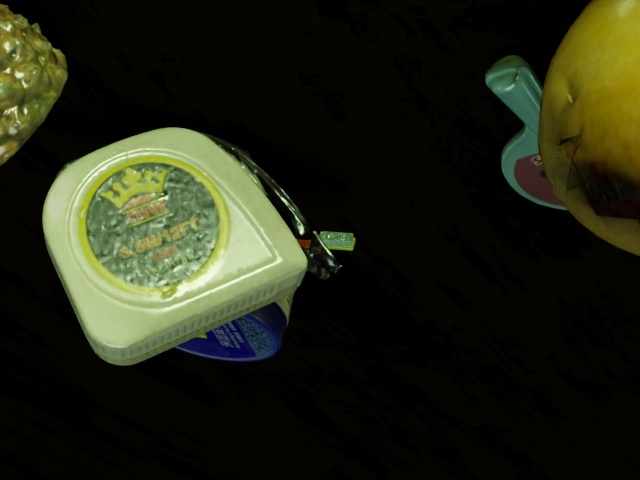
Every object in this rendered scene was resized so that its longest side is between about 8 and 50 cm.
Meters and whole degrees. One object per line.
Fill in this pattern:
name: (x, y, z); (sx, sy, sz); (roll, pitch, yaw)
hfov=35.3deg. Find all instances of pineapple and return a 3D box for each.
pineapple: (-0.402, -0.202, 0.894); (0.340, 0.169, 0.169); (37, 143, -23)

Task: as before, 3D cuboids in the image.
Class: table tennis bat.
table tennis bat: (0.229, -0.095, 0.950); (0.153, 0.040, 0.244); (-16, 144, 34)

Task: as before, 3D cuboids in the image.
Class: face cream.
face cream: (-0.138, 0.067, 1.292); (0.206, 0.111, 0.206); (10, 151, 6)

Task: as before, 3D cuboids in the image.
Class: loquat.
loquat: (0.276, -0.090, 0.743); (0.235, 0.235, 0.235); (9, 150, 5)

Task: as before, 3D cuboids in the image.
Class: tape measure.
tape measure: (-0.150, -0.014, 1.074); (0.271, 0.231, 0.133); (-23, 166, -13)

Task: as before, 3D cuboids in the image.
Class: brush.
brush: (0.000, 0.000, 1.215); (0.083, 0.018, 0.021); (0, 139, 20)
